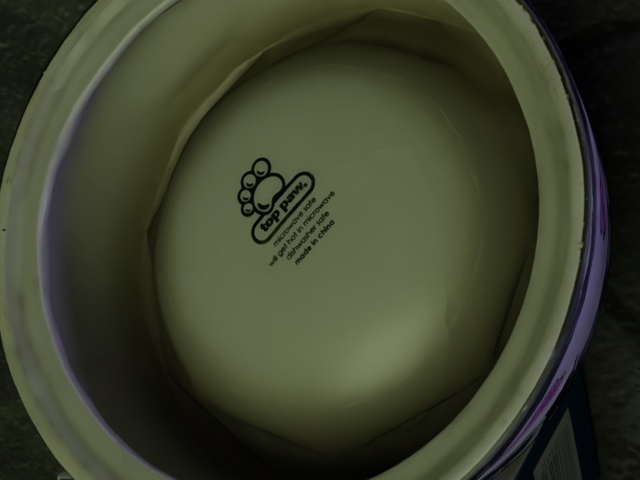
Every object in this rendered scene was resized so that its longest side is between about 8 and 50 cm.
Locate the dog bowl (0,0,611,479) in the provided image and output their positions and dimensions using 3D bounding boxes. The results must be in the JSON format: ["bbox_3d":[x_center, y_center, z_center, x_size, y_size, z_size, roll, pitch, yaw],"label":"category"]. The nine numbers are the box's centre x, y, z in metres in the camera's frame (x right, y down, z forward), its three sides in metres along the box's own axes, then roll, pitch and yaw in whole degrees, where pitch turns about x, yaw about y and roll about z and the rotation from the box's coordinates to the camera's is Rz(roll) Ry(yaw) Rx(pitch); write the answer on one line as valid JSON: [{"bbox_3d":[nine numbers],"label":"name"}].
[{"bbox_3d":[0.000,0.000,1.146,0.408,0.150,0.408,-5,79,26],"label":"dog bowl"}]

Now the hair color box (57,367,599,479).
[{"bbox_3d":[0.008,0.171,1.304,0.347,0.174,0.105,-1,115,26],"label":"hair color box"}]
